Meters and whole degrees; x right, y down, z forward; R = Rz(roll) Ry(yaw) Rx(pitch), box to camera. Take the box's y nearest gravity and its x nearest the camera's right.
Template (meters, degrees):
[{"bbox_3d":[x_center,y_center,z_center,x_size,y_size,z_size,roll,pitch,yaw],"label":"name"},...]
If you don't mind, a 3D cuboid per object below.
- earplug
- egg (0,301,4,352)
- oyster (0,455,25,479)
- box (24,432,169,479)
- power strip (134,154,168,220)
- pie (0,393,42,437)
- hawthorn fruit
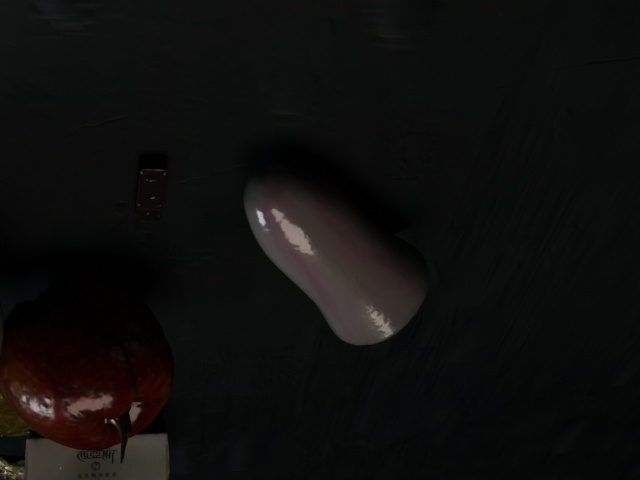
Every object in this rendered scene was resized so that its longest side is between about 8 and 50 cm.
[{"bbox_3d":[0.000,0.000,1.379,0.172,0.172,0.301,-24,137,24],"label":"earplug"},{"bbox_3d":[-0.570,0.135,1.352,0.283,0.283,0.345,10,147,-24],"label":"egg"},{"bbox_3d":[-0.599,0.477,2.066,0.199,0.061,0.106,-3,146,-5],"label":"oyster"},{"bbox_3d":[-0.417,0.426,1.931,0.260,0.111,0.194,-3,166,-11],"label":"box"},{"bbox_3d":[-0.222,-0.068,1.335,0.037,0.029,0.111,3,143,-14],"label":"power strip"},{"bbox_3d":[-0.487,0.274,1.774,0.323,0.071,0.323,-6,152,-3],"label":"pie"},{"bbox_3d":[-0.337,0.174,1.480,0.261,0.258,0.258,13,154,23],"label":"hawthorn fruit"}]
